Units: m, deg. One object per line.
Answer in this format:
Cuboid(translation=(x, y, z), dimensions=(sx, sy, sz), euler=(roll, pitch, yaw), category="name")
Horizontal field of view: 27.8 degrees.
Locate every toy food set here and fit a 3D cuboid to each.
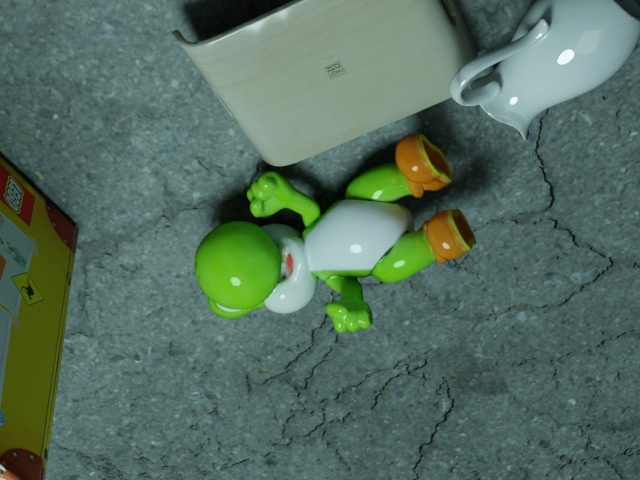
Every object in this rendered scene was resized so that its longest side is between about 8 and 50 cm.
Cuboid(translation=(0.011, -0.228, 1.520), dimensions=(0.306, 0.092, 0.220), euler=(-22, 136, 12), category="toy food set")

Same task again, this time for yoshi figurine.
Cuboid(translation=(-0.007, 0.007, 1.608), dimensions=(0.362, 0.203, 0.203), euler=(-23, 126, 19), category="yoshi figurine")

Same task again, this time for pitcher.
Cuboid(translation=(0.259, -0.218, 1.497), dimensions=(0.207, 0.125, 0.178), euler=(-43, 153, 28), category="pitcher")

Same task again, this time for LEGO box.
Cuboid(translation=(-0.475, 0.060, 1.420), dimensions=(0.193, 0.500, 0.372), euler=(-33, 121, 17), category="LEGO box")
